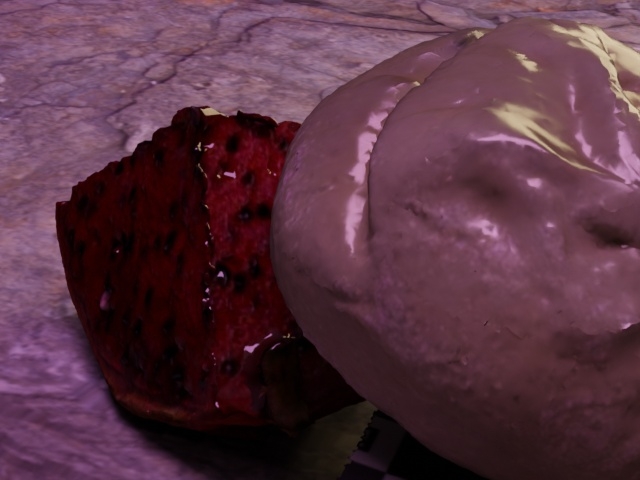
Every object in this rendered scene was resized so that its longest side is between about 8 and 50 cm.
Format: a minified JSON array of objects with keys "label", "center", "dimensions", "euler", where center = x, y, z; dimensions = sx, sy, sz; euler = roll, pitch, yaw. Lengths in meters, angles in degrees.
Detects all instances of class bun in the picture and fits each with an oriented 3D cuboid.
[{"label":"bun","center":[0.156,-0.009,1.044],"dimensions":[0.365,0.219,0.365],"euler":[17,40,-15]}]

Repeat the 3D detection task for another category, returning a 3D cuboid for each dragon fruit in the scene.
[{"label":"dragon fruit","center":[0.000,0.000,1.198],"dimensions":[0.330,0.240,0.302],"euler":[-12,50,-16]}]

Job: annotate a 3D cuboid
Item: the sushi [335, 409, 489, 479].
[{"label":"sushi","center":[0.162,0.218,0.962],"dimensions":[0.343,0.064,0.359],"euler":[18,24,9]}]
